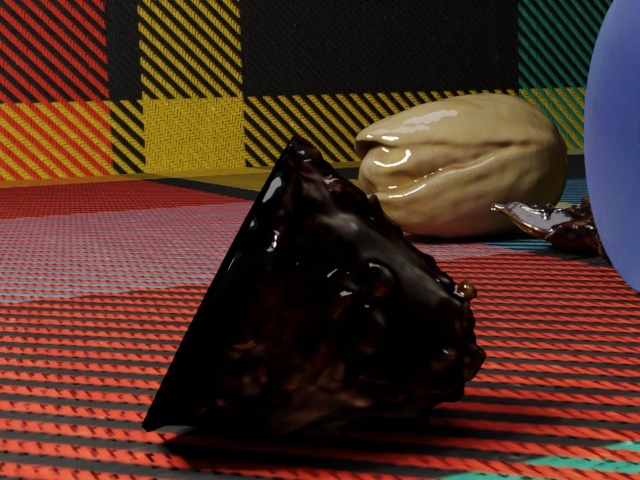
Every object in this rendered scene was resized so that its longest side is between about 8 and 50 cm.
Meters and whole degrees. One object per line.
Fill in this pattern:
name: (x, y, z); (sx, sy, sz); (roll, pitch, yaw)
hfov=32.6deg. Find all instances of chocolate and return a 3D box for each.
chocolate: (0.011, 0.042, 0.514); (0.133, 0.156, 0.156); (25, 6, -4)

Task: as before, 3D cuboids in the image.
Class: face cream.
face cream: (0.347, -0.083, 0.827); (0.225, 0.249, 0.249); (-3, 7, -6)

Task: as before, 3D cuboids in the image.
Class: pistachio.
pistachio: (0.170, -0.082, 1.240); (0.293, 0.162, 0.181); (-11, -6, -33)

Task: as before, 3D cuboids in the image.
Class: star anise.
star anise: (0.255, -0.014, 1.090); (0.157, 0.053, 0.212); (4, 11, 36)
